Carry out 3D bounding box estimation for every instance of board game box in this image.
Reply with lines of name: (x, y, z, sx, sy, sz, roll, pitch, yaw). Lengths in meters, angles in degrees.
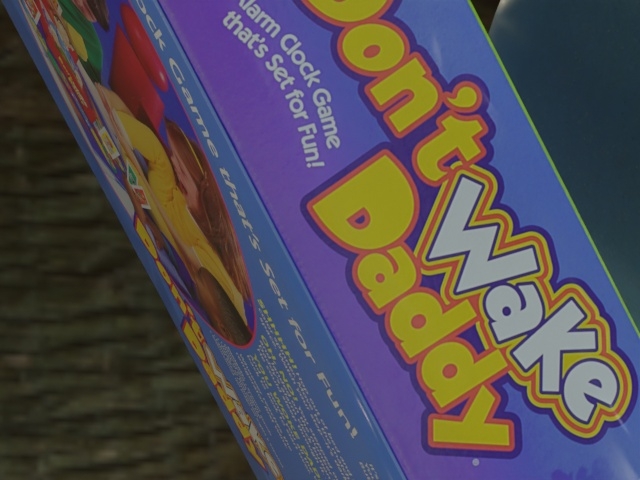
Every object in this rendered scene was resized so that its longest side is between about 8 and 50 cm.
board game box: (0.000, 0.000, 0.567, 0.347, 0.078, 0.233, 63, -14, -4)

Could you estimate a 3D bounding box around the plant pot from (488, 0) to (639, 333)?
plant pot: (0.243, -0.031, 0.678, 0.235, 0.293, 0.293, 41, -52, 45)
